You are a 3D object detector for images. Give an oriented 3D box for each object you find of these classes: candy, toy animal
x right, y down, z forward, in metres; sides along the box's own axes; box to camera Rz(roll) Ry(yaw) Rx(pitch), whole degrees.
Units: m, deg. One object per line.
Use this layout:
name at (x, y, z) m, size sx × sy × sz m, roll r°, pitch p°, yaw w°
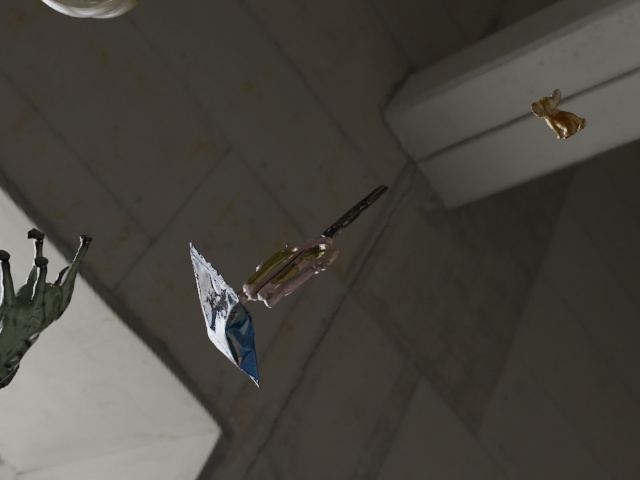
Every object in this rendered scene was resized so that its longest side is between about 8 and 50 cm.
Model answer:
candy at (-0.089, 0.073, 0.908) m, size 0.038 × 0.088 × 0.136 m, roll -26°, pitch -47°, yaw -20°
toy animal at (-0.355, 0.087, 1.152) m, size 0.217 × 0.073 × 0.176 m, roll -54°, pitch -20°, yaw -71°
toy animal at (0.396, -0.212, 1.588) m, size 0.060 × 0.081 × 0.083 m, roll -43°, pitch -77°, yaw -9°

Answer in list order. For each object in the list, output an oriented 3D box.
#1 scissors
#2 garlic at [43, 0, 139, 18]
scissors at (0.000, 0.000, 1.400) m, size 0.317 × 0.160 × 0.024 m, roll -41°, pitch -68°, yaw -34°
garlic at (-0.340, -0.453, 1.387) m, size 0.203 × 0.185 × 0.281 m, roll 12°, pitch -93°, yaw -7°
